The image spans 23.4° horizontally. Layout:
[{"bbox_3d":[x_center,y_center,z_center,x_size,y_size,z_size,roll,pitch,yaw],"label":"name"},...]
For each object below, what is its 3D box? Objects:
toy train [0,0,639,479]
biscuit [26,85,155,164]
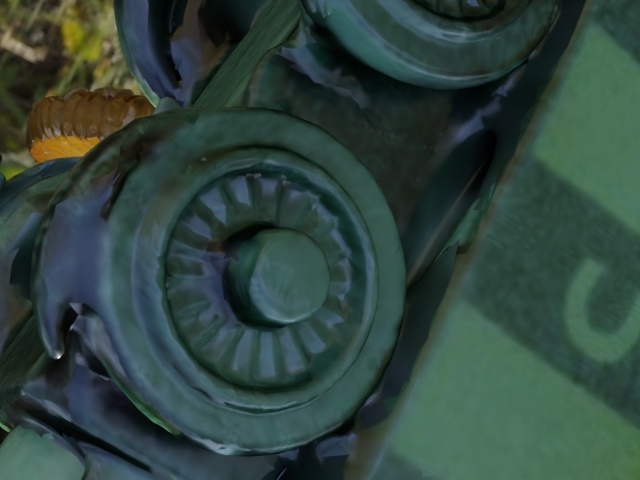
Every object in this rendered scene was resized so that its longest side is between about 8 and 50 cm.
[{"bbox_3d":[0.023,0.000,0.500,0.238,0.299,0.167,36,161,-21],"label":"toy train"},{"bbox_3d":[0.000,0.000,0.746,0.305,0.038,0.305,22,169,5],"label":"biscuit"}]
